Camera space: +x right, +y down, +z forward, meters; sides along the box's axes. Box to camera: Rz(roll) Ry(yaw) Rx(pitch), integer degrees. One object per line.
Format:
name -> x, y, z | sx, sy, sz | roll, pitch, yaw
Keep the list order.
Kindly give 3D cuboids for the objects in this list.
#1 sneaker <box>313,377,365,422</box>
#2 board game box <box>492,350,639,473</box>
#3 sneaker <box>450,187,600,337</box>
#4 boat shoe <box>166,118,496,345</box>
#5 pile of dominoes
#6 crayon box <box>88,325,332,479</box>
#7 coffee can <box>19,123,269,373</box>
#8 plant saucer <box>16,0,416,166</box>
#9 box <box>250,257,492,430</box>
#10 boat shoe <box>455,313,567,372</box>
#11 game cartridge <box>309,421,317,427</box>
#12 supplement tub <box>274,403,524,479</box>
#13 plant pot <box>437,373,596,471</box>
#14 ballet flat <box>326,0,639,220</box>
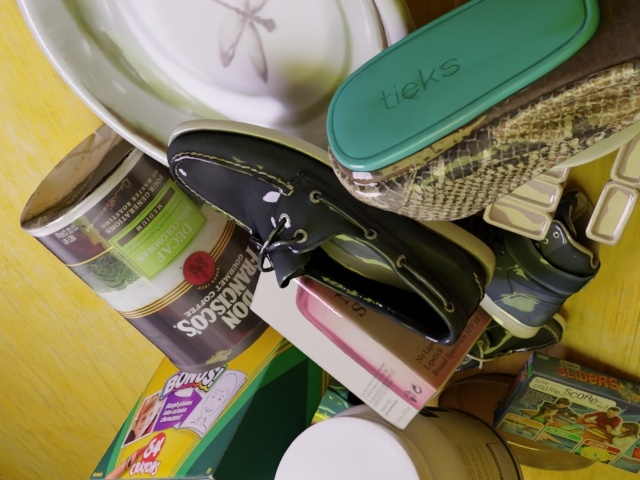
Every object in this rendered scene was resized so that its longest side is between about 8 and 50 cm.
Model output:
sneaker -> -0.002, 0.242, 1.322 | 0.240, 0.091, 0.126 | 24, 128, 6
board game box -> 0.339, 0.221, 1.028 | 0.201, 0.035, 0.136 | 18, 135, 0
sneaker -> 0.177, -0.017, 0.827 | 0.226, 0.086, 0.163 | 36, 138, 1
boat shoe -> -0.001, 0.002, 0.766 | 0.340, 0.113, 0.127 | 27, 150, -10
pile of dominoes -> 0.191, -0.122, 0.677 | 0.196, 0.040, 0.251 | 20, 124, 13
crayon box -> -0.145, 0.230, 1.174 | 0.106, 0.313, 0.363 | 42, 144, -22
coffee can -> -0.197, 0.004, 1.006 | 0.202, 0.201, 0.275 | -10, 132, 43
plant saucer -> -0.087, -0.203, 0.736 | 0.401, 0.100, 0.400 | 18, 146, 13
box -> 0.059, 0.073, 0.920 | 0.232, 0.148, 0.127 | 38, 147, 11
boat shoe -> 0.200, 0.132, 1.015 | 0.233, 0.079, 0.084 | -17, 127, 44
game cartridge -> 0.053, 0.434, 1.556 | 0.285, 0.052, 0.323 | -5, 134, 40
supplement tub -> 0.109, 0.330, 1.042 | 0.235, 0.235, 0.325 | 4, 170, 32
plant pot -> 0.287, 0.258, 1.167 | 0.236, 0.032, 0.236 | 19, 146, 14
ballet flat -> 0.219, -0.148, 0.532 | 0.182, 0.164, 0.483 | 21, 140, -41
